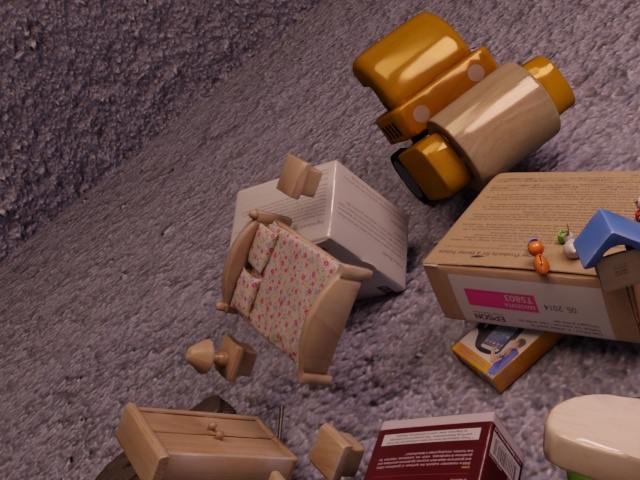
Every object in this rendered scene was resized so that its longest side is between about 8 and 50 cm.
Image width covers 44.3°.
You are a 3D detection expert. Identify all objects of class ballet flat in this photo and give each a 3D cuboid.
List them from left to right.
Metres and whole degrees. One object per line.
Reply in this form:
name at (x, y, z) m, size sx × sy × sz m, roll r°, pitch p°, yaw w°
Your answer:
ballet flat at (-0.210, 0.291, 1.039) m, size 0.250 × 0.058 × 0.084 m, roll -35°, pitch 24°, yaw 10°

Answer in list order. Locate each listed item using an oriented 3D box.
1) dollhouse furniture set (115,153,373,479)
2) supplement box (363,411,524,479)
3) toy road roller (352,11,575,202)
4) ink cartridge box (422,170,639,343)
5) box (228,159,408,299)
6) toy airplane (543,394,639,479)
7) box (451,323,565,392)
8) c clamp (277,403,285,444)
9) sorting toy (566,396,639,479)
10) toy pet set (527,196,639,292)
dollhouse furniture set at (-0.066, 0.095, 0.834) m, size 0.303 × 0.174 × 0.355 m, roll 32°, pitch 105°, yaw 53°
supplement box at (0.092, 0.273, 0.697) m, size 0.130 × 0.073 × 0.239 m, roll -15°, pitch 33°, yaw 36°
toy road roller at (0.172, -0.201, 1.107) m, size 0.202 × 0.240 × 0.329 m, roll -37°, pitch 6°, yaw -3°
ink cartridge box at (0.263, 0.008, 0.860) m, size 0.235 × 0.088 × 0.193 m, roll 5°, pitch 40°, yaw 44°
box at (0.000, 0.000, 1.083) m, size 0.182 × 0.181 × 0.119 m, roll -14°, pitch 57°, yaw 35°
toy airplane at (0.363, 0.147, 0.369) m, size 0.386 × 0.272 × 0.384 m, roll -20°, pitch 37°, yaw -7°
box at (0.221, 0.100, 0.872) m, size 0.136 × 0.028 × 0.081 m, roll -41°, pitch 29°, yaw -8°
c clamp at (-0.111, 0.286, 0.966) m, size 0.161 × 0.022 × 0.137 m, roll -25°, pitch 34°, yaw 16°
sorting toy at (0.265, 0.135, 0.663) m, size 0.365 × 0.126 × 0.127 m, roll -44°, pitch 29°, yaw -18°
toy pet set at (0.253, -0.008, 0.728) m, size 0.122 × 0.065 × 0.114 m, roll -18°, pitch 29°, yaw 14°
